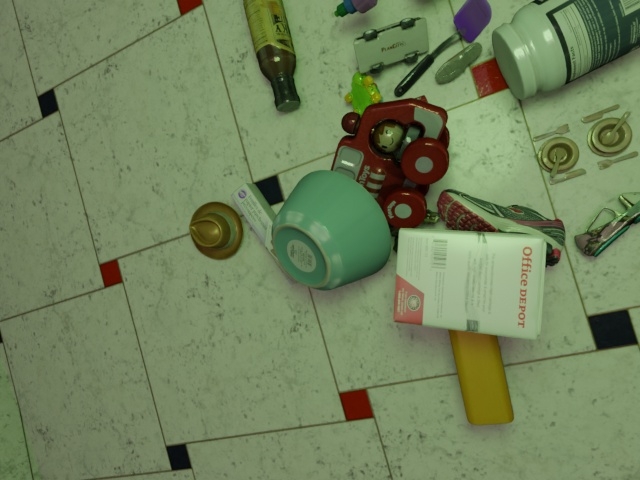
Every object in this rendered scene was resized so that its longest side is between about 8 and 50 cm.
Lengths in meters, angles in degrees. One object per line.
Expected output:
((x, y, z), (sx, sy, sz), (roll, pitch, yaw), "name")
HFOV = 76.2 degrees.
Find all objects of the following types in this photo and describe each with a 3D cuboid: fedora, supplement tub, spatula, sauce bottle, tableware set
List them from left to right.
((-0.332, -0.029, 1.238), (0.194, 0.079, 0.194), (1, 93, 19), "fedora")
((-0.128, -0.533, 1.130), (0.111, 0.111, 0.344), (-15, 90, 19), "sauce bottle")
((0.299, -0.475, 1.021), (0.084, 0.030, 0.296), (37, 114, -26), "spatula")
((0.532, -0.442, 0.864), (0.272, 0.191, 0.191), (-25, 85, 18), "supplement tub")
((0.604, -0.217, 0.931), (0.194, 0.039, 0.128), (-20, 86, 18), "tableware set")

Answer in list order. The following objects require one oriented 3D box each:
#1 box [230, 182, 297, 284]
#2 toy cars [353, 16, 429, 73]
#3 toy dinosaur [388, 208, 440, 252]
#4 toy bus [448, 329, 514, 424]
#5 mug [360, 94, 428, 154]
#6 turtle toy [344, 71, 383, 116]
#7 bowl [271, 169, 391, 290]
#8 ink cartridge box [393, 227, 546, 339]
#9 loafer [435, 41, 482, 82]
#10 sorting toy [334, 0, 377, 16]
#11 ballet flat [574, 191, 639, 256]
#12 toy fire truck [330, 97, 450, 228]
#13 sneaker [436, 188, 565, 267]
((-0.139, -0.021, 1.181), (0.063, 0.067, 0.324), (-38, 82, 17), "box")
((0.229, -0.574, 0.991), (0.176, 0.087, 0.393), (23, 120, -28), "toy cars")
((0.179, -0.019, 1.076), (0.268, 0.064, 0.118), (-2, 78, 19), "toy dinosaur")
((0.373, 0.253, 0.986), (0.108, 0.130, 0.332), (-12, 89, 19), "toy bus")
((0.203, -0.279, 1.045), (0.169, 0.113, 0.150), (-21, 130, 14), "mug")
((0.117, -0.386, 1.073), (0.095, 0.066, 0.130), (-29, 81, 41), "turtle toy")
((0.000, 0.000, 1.005), (0.312, 0.163, 0.311), (24, 134, 29), "bowl")
((0.310, 0.085, 0.874), (0.283, 0.117, 0.207), (4, 90, 20), "ink cartridge box")
((0.341, -0.442, 1.015), (0.125, 0.039, 0.045), (-36, 115, 20), "loafer")
((0.085, -0.703, 1.020), (0.126, 0.127, 0.365), (-9, 67, 43), "sorting toy")
((0.671, -0.055, 0.906), (0.221, 0.077, 0.079), (-41, 61, 17), "ballet flat")
((0.153, -0.185, 0.957), (0.254, 0.169, 0.302), (19, 128, 4), "toy fire truck")
((0.422, -0.045, 0.970), (0.299, 0.121, 0.112), (27, 69, 7), "sneaker")
